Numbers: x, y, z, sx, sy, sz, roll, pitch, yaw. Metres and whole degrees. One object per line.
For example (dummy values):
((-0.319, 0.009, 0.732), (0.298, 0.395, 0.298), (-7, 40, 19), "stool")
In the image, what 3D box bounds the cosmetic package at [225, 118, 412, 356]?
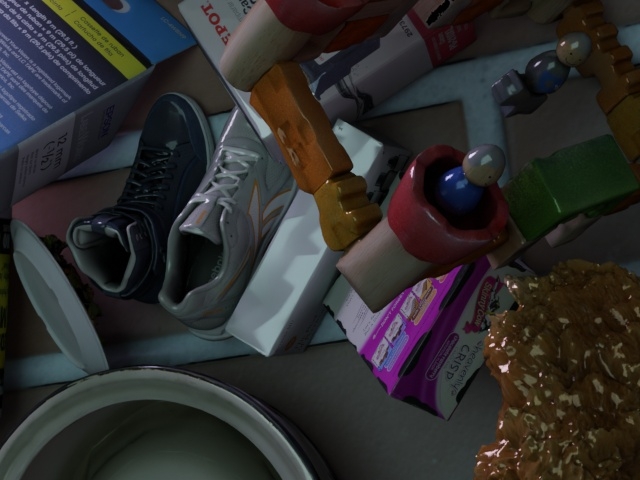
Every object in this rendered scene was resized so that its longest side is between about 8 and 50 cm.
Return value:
((0.000, 0.000, 1.677), (0.060, 0.099, 0.239), (32, 100, 20), "cosmetic package")

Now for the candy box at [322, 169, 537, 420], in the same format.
((0.096, 0.046, 1.575), (0.071, 0.233, 0.159), (26, 101, -23), "candy box")

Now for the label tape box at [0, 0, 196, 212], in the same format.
((-0.338, -0.177, 1.758), (0.249, 0.348, 0.115), (42, 141, 17), "label tape box")

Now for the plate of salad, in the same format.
((-0.262, 0.061, 1.748), (0.048, 0.200, 0.200), (-29, 75, -19), "plate of salad")

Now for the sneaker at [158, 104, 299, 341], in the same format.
((-0.091, -0.032, 1.693), (0.099, 0.121, 0.262), (11, 82, 21), "sneaker")

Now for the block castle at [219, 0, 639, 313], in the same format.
((0.171, -0.150, 1.421), (0.213, 0.453, 0.303), (-45, 68, 49), "block castle")

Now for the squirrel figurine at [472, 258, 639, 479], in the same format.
((0.324, 0.164, 1.406), (0.397, 0.281, 0.370), (29, 92, -18), "squirrel figurine")

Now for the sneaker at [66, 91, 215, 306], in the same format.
((-0.182, -0.047, 1.718), (0.086, 0.163, 0.226), (5, 88, 23), "sneaker")

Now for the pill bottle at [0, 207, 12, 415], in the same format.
((-0.429, 0.110, 1.794), (0.188, 0.188, 0.333), (2, 89, 22), "pill bottle")

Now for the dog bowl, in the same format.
((-0.142, 0.324, 1.692), (0.408, 0.150, 0.408), (-1, 88, 22), "dog bowl")

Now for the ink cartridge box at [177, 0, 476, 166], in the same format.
((0.006, -0.212, 1.653), (0.237, 0.100, 0.172), (-33, 76, 1), "ink cartridge box")
